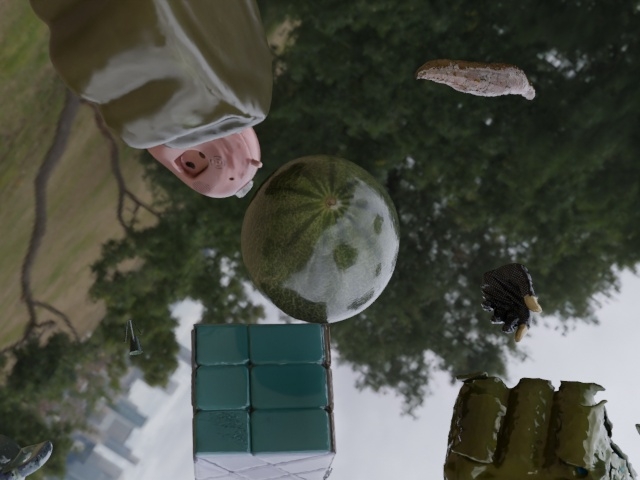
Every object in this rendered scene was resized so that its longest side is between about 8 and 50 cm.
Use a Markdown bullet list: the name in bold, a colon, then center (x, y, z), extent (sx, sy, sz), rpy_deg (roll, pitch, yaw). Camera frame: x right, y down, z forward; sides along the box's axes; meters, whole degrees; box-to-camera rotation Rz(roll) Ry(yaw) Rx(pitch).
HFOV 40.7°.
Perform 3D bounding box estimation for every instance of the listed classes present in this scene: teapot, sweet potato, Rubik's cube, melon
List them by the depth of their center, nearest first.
- **melon**: center (0.000, 0.000, 1.287), extent (0.238, 0.237, 0.302), rpy_deg (-58, 171, -20)
- **teapot**: center (-0.517, 0.381, 1.391), extent (0.108, 0.149, 0.111), rpy_deg (-140, -122, -76)
- **Rubik's cube**: center (-0.101, 0.281, 1.429), extent (0.221, 0.231, 0.225), rpy_deg (103, -15, -60)
- **sweet potato**: center (0.302, -0.299, 1.600), extent (0.072, 0.314, 0.066), rpy_deg (34, -60, 47)

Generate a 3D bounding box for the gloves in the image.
- **gloves**: center (0.434, 0.152, 1.960), extent (0.106, 0.129, 0.181), rpy_deg (56, 27, -62)

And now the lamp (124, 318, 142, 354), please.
- **lamp**: center (-0.447, 0.231, 2.062), extent (0.121, 0.041, 0.054), rpy_deg (108, -29, -66)

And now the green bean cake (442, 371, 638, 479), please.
- **green bean cake**: center (0.276, 0.305, 0.925), extent (0.284, 0.310, 0.202), rpy_deg (-1, -139, 25)

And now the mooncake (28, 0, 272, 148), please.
- **mooncake**: center (-0.232, -0.311, 1.246), extent (0.200, 0.379, 0.378), rpy_deg (-20, -159, 21)

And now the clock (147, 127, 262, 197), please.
- **clock**: center (-0.236, -0.182, 1.760), extent (0.227, 0.241, 0.142), rpy_deg (-25, -159, 52)

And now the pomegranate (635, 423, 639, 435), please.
- **pomegranate**: center (0.700, 0.425, 1.642), extent (0.211, 0.263, 0.211), rpy_deg (-52, -160, 28)
